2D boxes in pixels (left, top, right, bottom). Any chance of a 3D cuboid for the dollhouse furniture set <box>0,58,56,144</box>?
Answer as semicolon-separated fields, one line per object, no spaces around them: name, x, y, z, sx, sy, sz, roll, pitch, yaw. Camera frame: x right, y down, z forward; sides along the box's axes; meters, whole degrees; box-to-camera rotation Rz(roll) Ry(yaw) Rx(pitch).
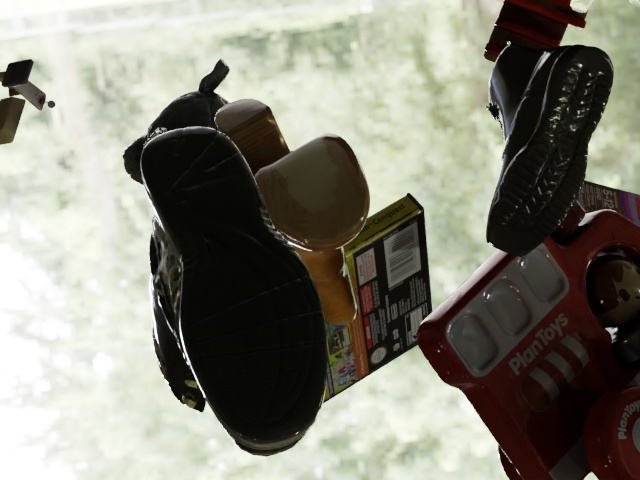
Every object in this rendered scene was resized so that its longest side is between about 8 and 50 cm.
dollhouse furniture set;-0.392;-0.158;2.031;0.091;0.114;0.081;-6;149;32

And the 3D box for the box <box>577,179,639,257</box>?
box;0.330;0.052;1.912;0.201;0.293;0.057;14;138;-12

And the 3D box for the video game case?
video game case;0.023;0.093;1.916;0.248;0.275;0.035;-31;-124;-15

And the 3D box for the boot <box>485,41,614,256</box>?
boot;0.183;-0.088;1.457;0.077;0.198;0.137;29;177;-29

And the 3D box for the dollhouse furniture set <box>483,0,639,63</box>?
dollhouse furniture set;0.211;-0.231;1.474;0.262;0.135;0.259;22;-177;5

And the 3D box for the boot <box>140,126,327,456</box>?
boot;-0.057;0.066;1.009;0.085;0.236;0.178;-12;143;-14

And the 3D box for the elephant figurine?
elephant figurine;-0.138;-0.063;1.850;0.169;0.186;0.239;-26;-153;4

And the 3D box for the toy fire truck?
toy fire truck;0.256;0.094;1.527;0.302;0.254;0.169;-41;-167;-29

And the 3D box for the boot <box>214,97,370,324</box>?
boot;-0.001;0.000;1.482;0.104;0.211;0.295;-29;-148;-9
